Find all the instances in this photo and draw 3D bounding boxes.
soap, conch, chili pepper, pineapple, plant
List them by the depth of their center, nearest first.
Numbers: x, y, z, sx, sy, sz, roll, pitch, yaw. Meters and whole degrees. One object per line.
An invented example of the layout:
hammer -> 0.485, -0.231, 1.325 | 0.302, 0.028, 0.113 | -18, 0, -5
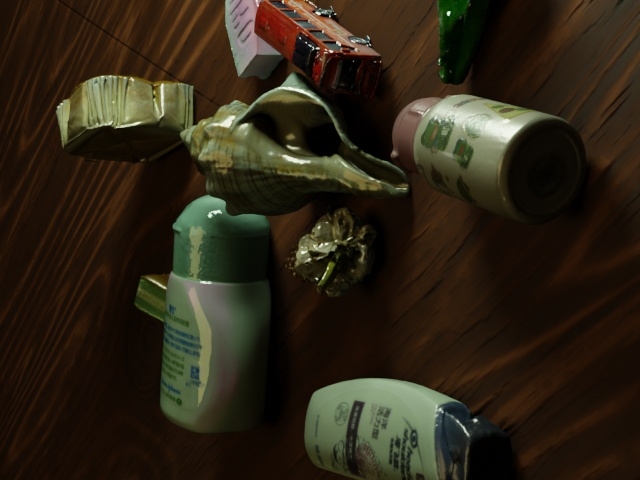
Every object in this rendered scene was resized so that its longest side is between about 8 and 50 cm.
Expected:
chili pepper -> 0.168, -0.284, 1.549 | 0.108, 0.062, 0.216 | -128, 46, -55
plant -> 0.017, 0.022, 1.748 | 0.122, 0.104, 0.117 | -58, -9, -68
conch -> -0.037, -0.125, 1.826 | 0.386, 0.169, 0.203 | 6, 106, 23
pineapple -> 0.000, 0.000, 1.863 | 0.124, 0.058, 0.058 | -54, 44, 26
soap -> -0.097, -0.329, 2.004 | 0.100, 0.056, 0.149 | -41, 56, 50

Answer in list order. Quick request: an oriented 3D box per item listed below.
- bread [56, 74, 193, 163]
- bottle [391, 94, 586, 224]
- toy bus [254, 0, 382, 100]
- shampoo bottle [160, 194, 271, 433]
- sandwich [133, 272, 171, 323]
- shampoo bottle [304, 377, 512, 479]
bread -> -0.332, -0.211, 2.274 | 0.210, 0.192, 0.110 | -25, 67, 58
bottle -> 0.172, -0.101, 1.486 | 0.253, 0.120, 0.120 | 29, 115, 57
toy bus -> -0.004, -0.262, 1.808 | 0.235, 0.096, 0.074 | 48, 133, 51
shampoo bottle -> -0.155, 0.103, 2.020 | 0.222, 0.151, 0.350 | -160, 71, -64
sandwich -> -0.257, 0.116, 2.268 | 0.116, 0.074, 0.074 | 53, 135, 46
shampoo bottle -> 0.100, 0.242, 1.656 | 0.359, 0.078, 0.134 | 0, 87, 60
